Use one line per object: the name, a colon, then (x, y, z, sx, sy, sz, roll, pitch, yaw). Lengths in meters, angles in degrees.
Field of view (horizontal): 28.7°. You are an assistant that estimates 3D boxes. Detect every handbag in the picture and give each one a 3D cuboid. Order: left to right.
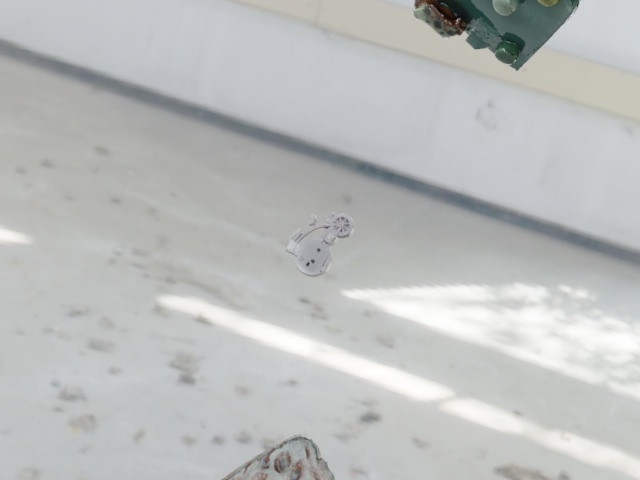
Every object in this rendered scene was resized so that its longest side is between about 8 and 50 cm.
handbag: (0.195, -0.339, 1.563, 0.268, 0.100, 0.274, 33, -21, -3)

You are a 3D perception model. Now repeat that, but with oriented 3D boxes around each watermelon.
watermelon: (-0.029, 0.249, 1.155, 0.187, 0.071, 0.139, 17, 59, 10)

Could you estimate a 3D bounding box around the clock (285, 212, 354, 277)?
clock: (0.000, 0.000, 2.172, 0.087, 0.129, 0.041, 39, -7, 11)
